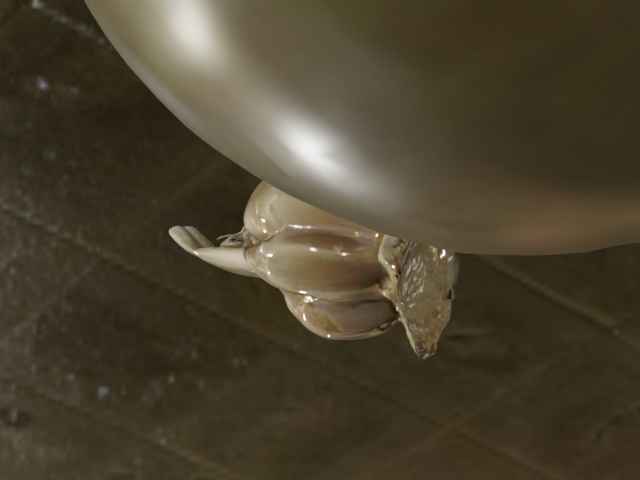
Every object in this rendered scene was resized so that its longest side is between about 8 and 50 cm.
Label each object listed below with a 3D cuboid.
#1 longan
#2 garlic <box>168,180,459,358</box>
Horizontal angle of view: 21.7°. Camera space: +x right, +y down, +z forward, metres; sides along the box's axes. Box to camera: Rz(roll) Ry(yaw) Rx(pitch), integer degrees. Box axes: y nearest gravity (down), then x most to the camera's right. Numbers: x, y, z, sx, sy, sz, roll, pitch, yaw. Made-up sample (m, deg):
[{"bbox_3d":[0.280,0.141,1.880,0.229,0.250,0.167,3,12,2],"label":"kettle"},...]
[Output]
[{"bbox_3d":[0.039,-0.114,0.421,0.248,0.248,0.248,0,141,0],"label":"longan"},{"bbox_3d":[0.000,0.000,1.008,0.194,0.127,0.131,-3,139,37],"label":"garlic"}]
